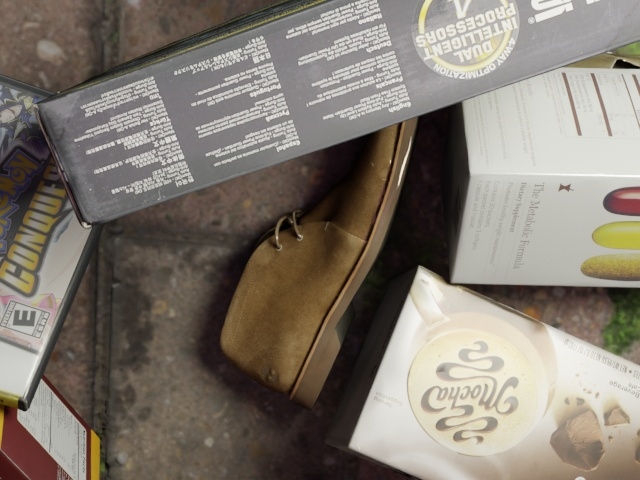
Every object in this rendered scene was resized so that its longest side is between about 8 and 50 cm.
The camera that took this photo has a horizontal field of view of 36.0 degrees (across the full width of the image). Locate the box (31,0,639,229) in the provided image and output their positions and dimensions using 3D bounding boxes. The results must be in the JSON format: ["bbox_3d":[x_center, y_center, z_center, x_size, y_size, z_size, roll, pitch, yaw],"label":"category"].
[{"bbox_3d":[0.021,-0.147,0.734,0.395,0.318,0.097,-19,103,4],"label":"box"}]

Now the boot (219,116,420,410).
[{"bbox_3d":[0.000,0.000,0.883,0.115,0.112,0.305,25,105,5],"label":"boot"}]

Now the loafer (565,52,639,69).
[{"bbox_3d":[0.241,-0.143,0.869,0.148,0.050,0.056,-4,103,1],"label":"loafer"}]

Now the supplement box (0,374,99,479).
[{"bbox_3d":[-0.325,0.208,0.878,0.191,0.129,0.194,-21,132,5],"label":"supplement box"}]

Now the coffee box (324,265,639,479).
[{"bbox_3d":[0.177,0.163,0.881,0.297,0.119,0.168,25,77,-5],"label":"coffee box"}]

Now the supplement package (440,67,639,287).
[{"bbox_3d":[0.232,-0.052,0.823,0.244,0.134,0.139,1,138,0],"label":"supplement package"}]

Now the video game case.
[{"bbox_3d":[-0.313,-0.024,0.822,0.248,0.035,0.275,19,63,-6],"label":"video game case"}]
